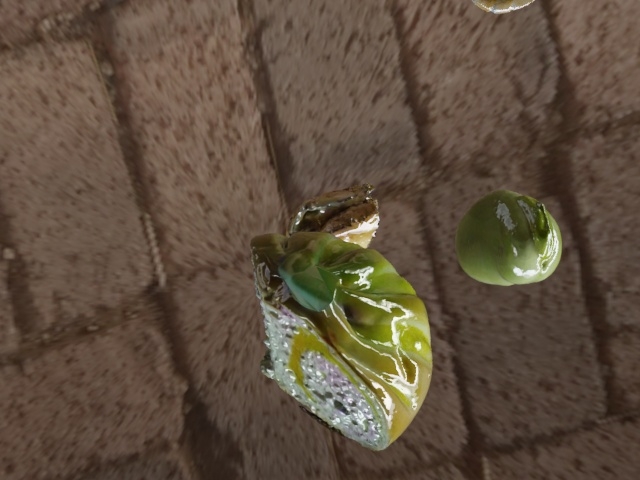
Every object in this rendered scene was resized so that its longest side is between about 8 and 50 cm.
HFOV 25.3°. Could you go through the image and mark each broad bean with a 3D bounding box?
[{"bbox_3d":[0.234,-0.001,1.811,0.082,0.174,0.124,1,97,-36],"label":"broad bean"}]

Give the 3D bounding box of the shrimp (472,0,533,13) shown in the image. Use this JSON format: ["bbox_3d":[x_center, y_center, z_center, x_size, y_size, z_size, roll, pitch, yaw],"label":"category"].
[{"bbox_3d":[0.174,-0.233,1.209,0.108,0.023,0.059,-34,82,13],"label":"shrimp"}]

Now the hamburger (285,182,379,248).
[{"bbox_3d":[-0.004,-0.003,1.736,0.102,0.176,0.087,2,46,-25],"label":"hamburger"}]

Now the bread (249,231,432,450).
[{"bbox_3d":[0.019,0.069,1.398,0.261,0.158,0.156,34,56,28],"label":"bread"}]
